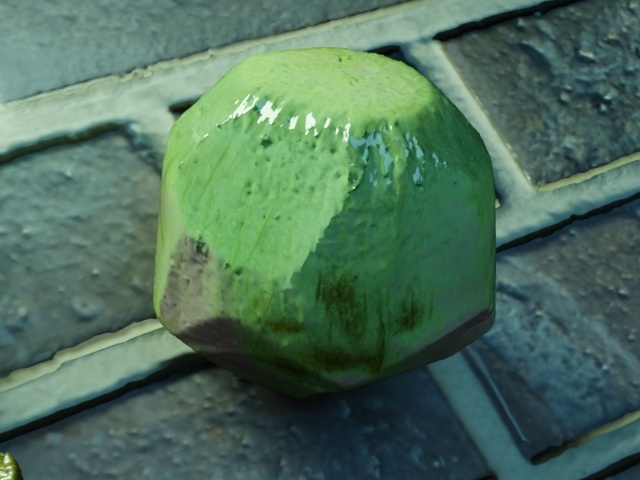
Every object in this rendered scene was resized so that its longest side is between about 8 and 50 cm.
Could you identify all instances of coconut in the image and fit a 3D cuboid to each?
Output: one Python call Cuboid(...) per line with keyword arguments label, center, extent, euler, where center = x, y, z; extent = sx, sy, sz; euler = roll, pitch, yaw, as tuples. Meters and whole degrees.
Cuboid(label="coconut", center=(0.000, 0.000, 1.065), extent=(0.236, 0.235, 0.204), euler=(4, 26, -23))

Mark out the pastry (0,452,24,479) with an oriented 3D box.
Cuboid(label="pastry", center=(-0.154, 0.212, 0.874), extent=(0.103, 0.188, 0.188), euler=(20, 54, -16))
